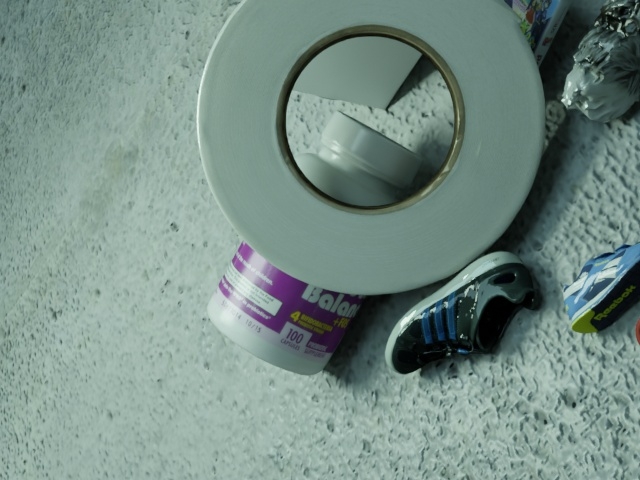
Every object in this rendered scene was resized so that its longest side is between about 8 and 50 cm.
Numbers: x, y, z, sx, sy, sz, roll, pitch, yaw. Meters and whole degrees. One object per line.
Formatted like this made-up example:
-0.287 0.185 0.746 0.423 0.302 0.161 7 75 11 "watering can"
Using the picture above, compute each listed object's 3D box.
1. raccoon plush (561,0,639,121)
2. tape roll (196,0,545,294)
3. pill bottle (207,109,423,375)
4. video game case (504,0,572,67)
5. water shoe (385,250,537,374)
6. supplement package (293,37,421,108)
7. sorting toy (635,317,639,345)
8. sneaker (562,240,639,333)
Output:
0.330 -0.390 1.285 0.446 0.216 0.299 -50 33 20 "raccoon plush"
0.057 -0.134 1.345 0.392 0.392 0.072 -61 0 7 "tape roll"
0.000 0.000 1.481 0.169 0.169 0.302 39 102 51 "pill bottle"
0.204 -0.261 1.439 0.201 0.023 0.183 59 136 42 "video game case"
0.151 0.097 1.333 0.203 0.073 0.080 -46 46 25 "water shoe"
0.055 -0.333 1.512 0.293 0.177 0.175 126 145 -48 "supplement package"
0.344 0.103 1.137 0.061 0.042 0.102 -56 49 38 "sorting toy"
0.299 0.031 1.211 0.144 0.053 0.059 -43 41 25 "sneaker"
